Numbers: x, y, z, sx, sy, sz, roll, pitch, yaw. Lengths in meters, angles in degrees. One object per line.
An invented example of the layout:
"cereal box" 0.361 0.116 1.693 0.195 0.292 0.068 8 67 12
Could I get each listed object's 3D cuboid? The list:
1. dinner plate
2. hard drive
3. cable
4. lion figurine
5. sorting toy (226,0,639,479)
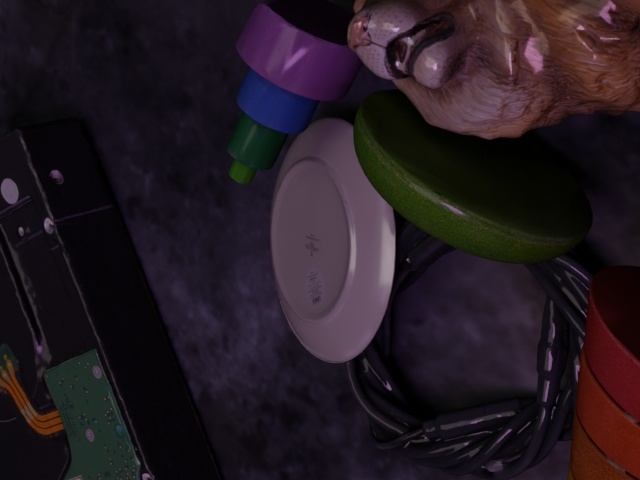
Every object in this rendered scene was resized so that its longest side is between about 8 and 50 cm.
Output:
"dinner plate" 0.000 0.000 0.952 0.141 0.017 0.141 10 102 60
"hard drive" -0.191 0.112 1.152 0.237 0.064 0.339 -26 84 42
"cable" 0.084 0.057 0.914 0.150 0.047 0.184 47 125 15
"lion figurine" 0.171 -0.195 0.721 0.240 0.142 0.392 44 113 35
"sorting toy" 0.069 0.022 0.822 0.365 0.127 0.126 43 120 29
